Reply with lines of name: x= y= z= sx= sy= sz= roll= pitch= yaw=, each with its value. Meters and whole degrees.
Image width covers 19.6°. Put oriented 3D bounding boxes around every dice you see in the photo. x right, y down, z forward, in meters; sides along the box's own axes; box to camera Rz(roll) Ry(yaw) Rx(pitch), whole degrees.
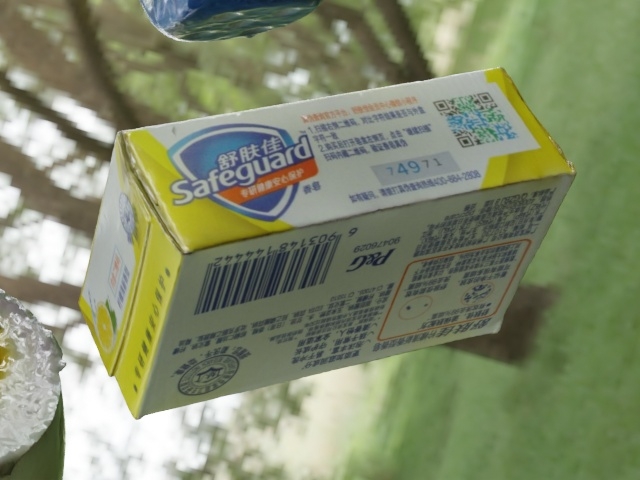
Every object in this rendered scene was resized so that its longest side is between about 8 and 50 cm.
dice: x=-0.082 y=-0.262 z=1.659 sx=0.143 sy=0.146 sz=0.146 roll=-24 pitch=77 yaw=60

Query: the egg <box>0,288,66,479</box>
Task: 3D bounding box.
egg: x=-0.408 y=0.235 z=1.590 sx=0.354 sy=0.354 sz=0.340 roll=-66 pitch=-8 yaw=-61

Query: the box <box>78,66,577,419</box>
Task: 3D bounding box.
box: x=0.000 y=0.000 z=1.116 sx=0.097 sy=0.265 sz=0.168 roll=62 pitch=151 yaw=31
